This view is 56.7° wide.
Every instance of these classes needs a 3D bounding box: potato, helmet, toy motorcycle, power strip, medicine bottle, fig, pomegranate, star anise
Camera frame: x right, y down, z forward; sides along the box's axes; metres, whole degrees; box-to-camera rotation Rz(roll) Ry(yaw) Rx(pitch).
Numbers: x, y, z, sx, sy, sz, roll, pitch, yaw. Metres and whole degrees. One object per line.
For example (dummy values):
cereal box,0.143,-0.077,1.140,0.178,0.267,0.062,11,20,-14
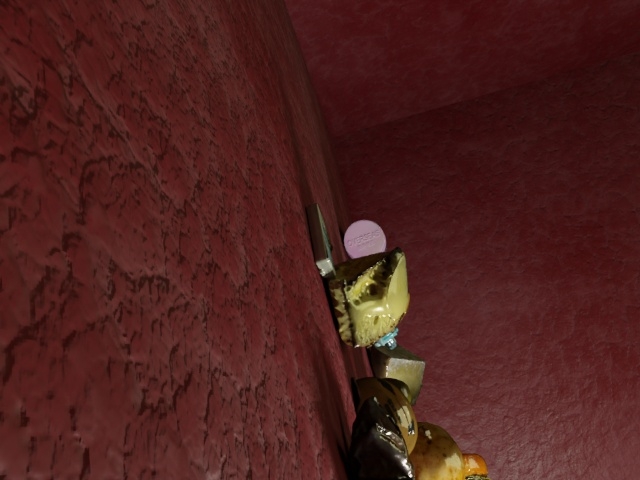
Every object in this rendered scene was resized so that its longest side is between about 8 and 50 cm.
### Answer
potato,0.242,0.495,2.226,0.264,0.211,0.189,17,95,-45
helmet,0.162,0.427,1.430,0.198,0.130,0.224,69,6,-68
toy motorcycle,0.170,0.254,1.945,0.206,0.154,0.260,51,-4,32
power strip,0.000,0.000,1.413,0.081,0.035,0.192,64,12,-52
medicine bottle,0.193,0.011,2.528,0.290,0.178,0.178,42,34,-81
fig,0.214,0.538,1.806,0.124,0.124,0.236,29,62,-82
pomegranate,0.271,0.600,1.579,0.248,0.248,0.248,-15,90,-84
star anise,0.120,0.446,1.051,0.332,0.117,0.332,162,-90,-87

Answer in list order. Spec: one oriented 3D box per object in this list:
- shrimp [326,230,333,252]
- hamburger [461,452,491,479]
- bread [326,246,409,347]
shrimp,0.011,0.000,1.559,0.091,0.025,0.127,-99,167,-46
hamburger,0.431,0.869,1.984,0.330,0.330,0.250,67,11,-56
bread,0.109,0.148,1.483,0.262,0.162,0.204,-22,101,-42
